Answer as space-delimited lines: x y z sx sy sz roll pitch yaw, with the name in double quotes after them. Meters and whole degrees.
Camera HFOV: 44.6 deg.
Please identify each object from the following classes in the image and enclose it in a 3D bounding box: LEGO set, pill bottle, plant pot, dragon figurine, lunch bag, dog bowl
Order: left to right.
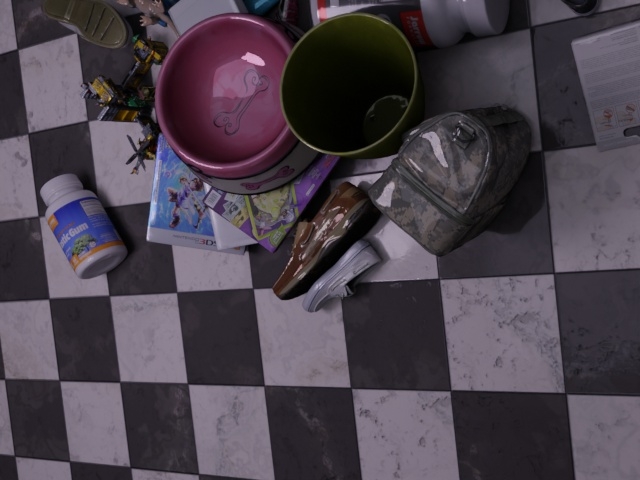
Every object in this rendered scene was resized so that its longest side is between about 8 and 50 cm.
-0.659 -0.043 2.147 0.152 0.152 0.272 -40 77 27 "pill bottle"
-0.449 -0.352 1.969 0.255 0.192 0.331 -38 77 28 "LEGO set"
-0.422 -0.596 1.989 0.289 0.144 0.085 37 111 1 "dragon figurine"
-0.177 -0.308 1.700 0.408 0.150 0.407 -1 88 16 "dog bowl"
0.102 -0.277 1.589 0.275 0.293 0.274 -3 82 22 "plant pot"
0.181 -0.490 1.582 0.363 0.210 0.210 3 97 30 "pill bottle"
0.273 -0.142 1.520 0.212 0.305 0.256 45 118 15 "lunch bag"

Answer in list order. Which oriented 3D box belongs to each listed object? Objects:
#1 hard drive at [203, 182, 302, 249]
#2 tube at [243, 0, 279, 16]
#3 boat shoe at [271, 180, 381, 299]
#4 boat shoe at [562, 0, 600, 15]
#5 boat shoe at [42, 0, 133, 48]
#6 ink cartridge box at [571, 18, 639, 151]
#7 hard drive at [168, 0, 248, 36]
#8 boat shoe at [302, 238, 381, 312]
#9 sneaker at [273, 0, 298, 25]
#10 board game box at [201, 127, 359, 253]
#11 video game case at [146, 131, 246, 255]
-0.172 -0.152 1.848 0.210 0.040 0.318 -11 98 2 "hard drive"
-0.139 -0.571 1.854 0.207 0.052 0.080 -38 82 24 "tube"
0.000 0.000 1.802 0.324 0.123 0.120 -47 67 17 "boat shoe"
0.448 -0.526 1.502 0.080 0.076 0.228 -37 77 27 "boat shoe"
-0.600 -0.584 2.083 0.302 0.103 0.113 32 97 24 "boat shoe"
0.590 -0.297 1.473 0.181 0.056 0.224 -11 108 30 "ink cartridge box"
-0.228 -0.459 1.871 0.203 0.040 0.307 -23 94 40 "hard drive"
0.047 0.099 1.795 0.076 0.083 0.226 48 115 18 "boat shoe"
-0.102 -0.500 1.828 0.075 0.063 0.170 17 108 21 "sneaker"
-0.091 -0.170 1.789 0.208 0.056 0.346 37 97 7 "board game box"
-0.286 -0.113 1.911 0.245 0.061 0.269 8 101 -4 "video game case"
